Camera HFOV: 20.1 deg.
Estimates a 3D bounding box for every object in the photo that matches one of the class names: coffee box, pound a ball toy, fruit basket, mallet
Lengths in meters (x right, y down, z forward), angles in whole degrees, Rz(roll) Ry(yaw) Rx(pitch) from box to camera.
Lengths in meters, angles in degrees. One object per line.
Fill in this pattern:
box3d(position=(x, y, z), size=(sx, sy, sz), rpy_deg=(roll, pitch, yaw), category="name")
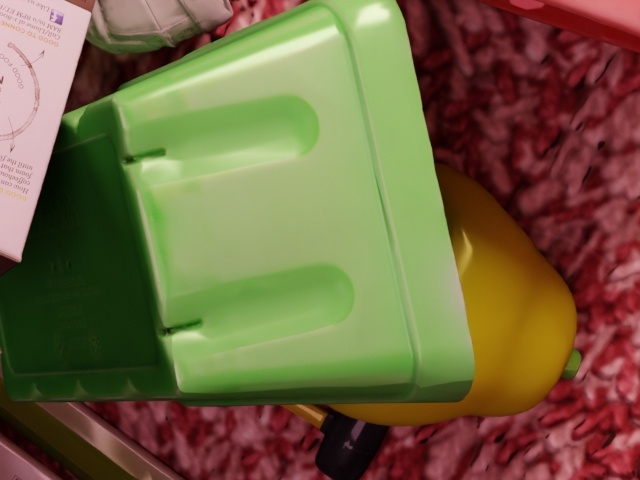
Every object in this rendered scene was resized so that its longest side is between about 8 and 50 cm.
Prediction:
box3d(position=(-0.223, -0.112, 1.060), size=(0.119, 0.297, 0.168), rpy_deg=(25, 149, -25), category="coffee box")
box3d(position=(-0.250, 0.188, 1.287), size=(0.319, 0.208, 0.135), rpy_deg=(35, 109, 3), category="pound a ball toy")
box3d(position=(0.000, 0.000, 1.149), size=(0.392, 0.392, 0.282), rpy_deg=(-12, 91, 16), category="fruit basket")
box3d(position=(-0.043, 0.115, 1.312), size=(0.190, 0.039, 0.062), rpy_deg=(22, 104, 12), category="mallet")

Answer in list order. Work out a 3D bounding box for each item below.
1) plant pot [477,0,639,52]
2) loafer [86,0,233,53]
box3d(position=(0.158, -0.251, 1.063), size=(0.275, 0.275, 0.243), rpy_deg=(20, 97, 8), category="plant pot")
box3d(position=(-0.135, -0.285, 1.200), size=(0.112, 0.112, 0.319), rpy_deg=(-10, 109, 11), category="loafer")
